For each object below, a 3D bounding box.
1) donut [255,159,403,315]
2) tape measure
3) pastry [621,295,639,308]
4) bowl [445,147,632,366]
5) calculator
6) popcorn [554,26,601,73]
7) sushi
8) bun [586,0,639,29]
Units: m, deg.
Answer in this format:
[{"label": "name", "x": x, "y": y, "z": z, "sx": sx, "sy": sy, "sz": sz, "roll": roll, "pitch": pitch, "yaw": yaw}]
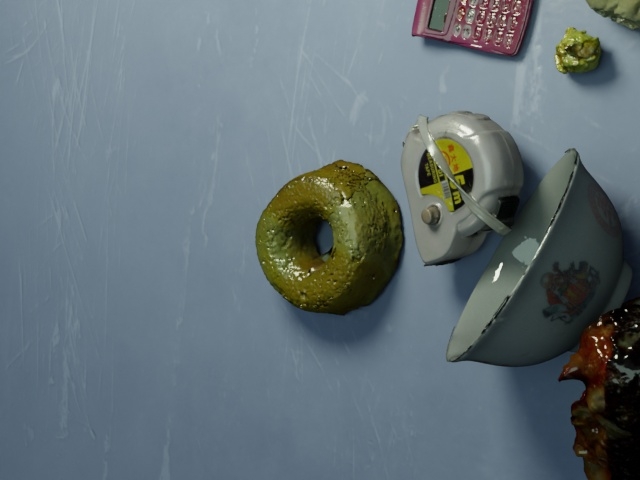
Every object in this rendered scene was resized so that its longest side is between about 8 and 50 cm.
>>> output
[{"label": "donut", "x": 0.000, "y": 0.000, "z": 1.798, "sx": 0.272, "sy": 0.107, "sz": 0.272, "roll": 3, "pitch": 95, "yaw": 37}, {"label": "tape measure", "x": 0.215, "y": -0.093, "z": 1.628, "sx": 0.197, "sy": 0.120, "sz": 0.236, "roll": -19, "pitch": 82, "yaw": 47}, {"label": "pastry", "x": 0.494, "y": 0.111, "z": 1.460, "sx": 0.209, "sy": 0.115, "sz": 0.097, "roll": -18, "pitch": 70, "yaw": 36}, {"label": "bowl", "x": 0.326, "y": 0.058, "z": 1.487, "sx": 0.157, "sy": 0.345, "sz": 0.345, "roll": 31, "pitch": 112, "yaw": 0}, {"label": "calculator", "x": 0.236, "y": -0.360, "z": 1.659, "sx": 0.191, "sy": 0.034, "sz": 0.126, "roll": 19, "pitch": 102, "yaw": 27}, {"label": "popcorn", "x": 0.369, "y": -0.270, "z": 1.556, "sx": 0.059, "sy": 0.068, "sz": 0.083, "roll": -51, "pitch": 26, "yaw": -20}, {"label": "sushi", "x": 0.435, "y": 0.226, "z": 1.412, "sx": 0.182, "sy": 0.196, "sz": 0.343, "roll": 15, "pitch": 138, "yaw": 30}, {"label": "bun", "x": 0.442, "y": -0.395, "z": 1.450, "sx": 0.220, "sy": 0.134, "sz": 0.220, "roll": 1, "pitch": 92, "yaw": 35}]
